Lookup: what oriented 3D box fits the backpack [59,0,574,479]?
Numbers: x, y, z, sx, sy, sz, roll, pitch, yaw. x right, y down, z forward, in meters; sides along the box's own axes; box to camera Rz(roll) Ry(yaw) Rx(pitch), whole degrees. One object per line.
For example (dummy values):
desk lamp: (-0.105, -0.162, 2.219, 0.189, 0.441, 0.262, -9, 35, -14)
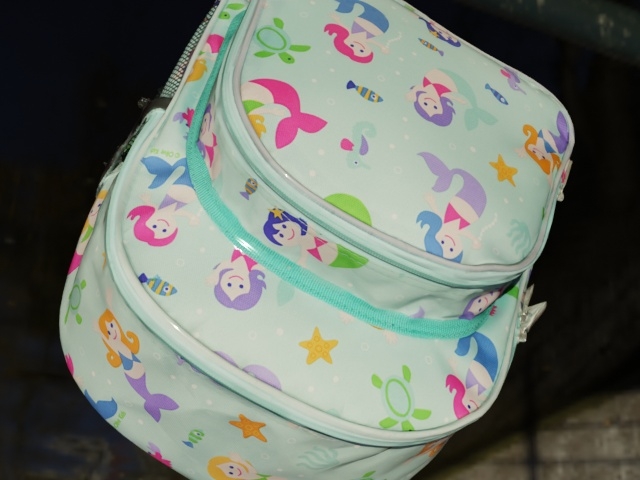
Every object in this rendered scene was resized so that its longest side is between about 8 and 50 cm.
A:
backpack: (0.000, 0.000, 0.641, 0.225, 0.254, 0.191, 30, 140, -7)
